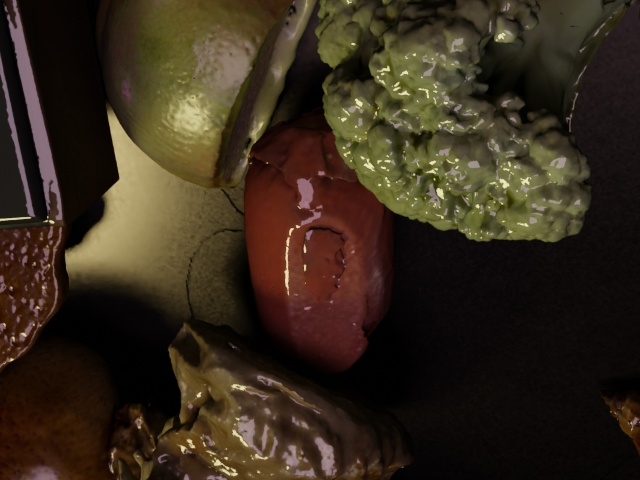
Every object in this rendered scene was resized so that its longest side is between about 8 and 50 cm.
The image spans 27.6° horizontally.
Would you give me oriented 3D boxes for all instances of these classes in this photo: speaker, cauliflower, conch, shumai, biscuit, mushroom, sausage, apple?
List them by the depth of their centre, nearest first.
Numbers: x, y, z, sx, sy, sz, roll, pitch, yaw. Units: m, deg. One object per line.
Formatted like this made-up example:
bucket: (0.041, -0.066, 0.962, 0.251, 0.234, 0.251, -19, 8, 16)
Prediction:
cauliflower: (0.125, -0.146, 1.091, 0.327, 0.260, 0.281, 38, 110, 27)
speaker: (-0.295, -0.137, 1.184, 0.153, 0.192, 0.231, -4, 110, 12)
apple: (-0.129, -0.171, 1.199, 0.193, 0.120, 0.265, 29, 124, 3)
sausage: (0.000, 0.000, 1.276, 0.152, 0.152, 0.279, 2, 125, 8)
shumai: (-0.062, 0.251, 1.354, 0.314, 0.267, 0.262, 26, 91, -43)
biscuit: (-0.388, 0.014, 1.365, 0.257, 0.049, 0.273, 35, 109, 0)
conch: (0.404, 0.230, 1.416, 0.233, 0.086, 0.080, 32, 124, -11)
mushroom: (-0.304, 0.238, 1.467, 0.283, 0.195, 0.263, -17, 86, 7)
